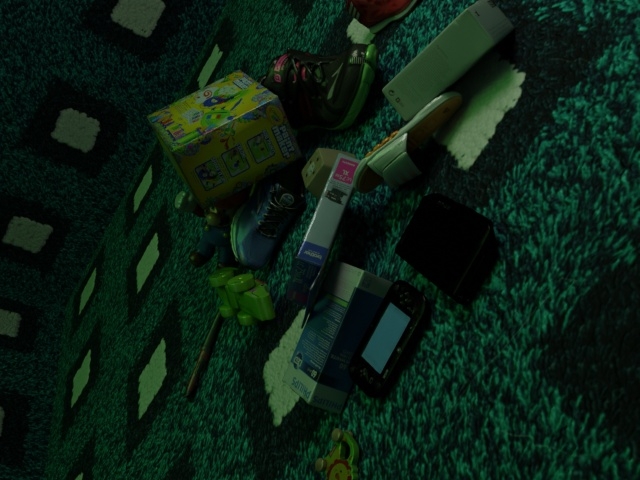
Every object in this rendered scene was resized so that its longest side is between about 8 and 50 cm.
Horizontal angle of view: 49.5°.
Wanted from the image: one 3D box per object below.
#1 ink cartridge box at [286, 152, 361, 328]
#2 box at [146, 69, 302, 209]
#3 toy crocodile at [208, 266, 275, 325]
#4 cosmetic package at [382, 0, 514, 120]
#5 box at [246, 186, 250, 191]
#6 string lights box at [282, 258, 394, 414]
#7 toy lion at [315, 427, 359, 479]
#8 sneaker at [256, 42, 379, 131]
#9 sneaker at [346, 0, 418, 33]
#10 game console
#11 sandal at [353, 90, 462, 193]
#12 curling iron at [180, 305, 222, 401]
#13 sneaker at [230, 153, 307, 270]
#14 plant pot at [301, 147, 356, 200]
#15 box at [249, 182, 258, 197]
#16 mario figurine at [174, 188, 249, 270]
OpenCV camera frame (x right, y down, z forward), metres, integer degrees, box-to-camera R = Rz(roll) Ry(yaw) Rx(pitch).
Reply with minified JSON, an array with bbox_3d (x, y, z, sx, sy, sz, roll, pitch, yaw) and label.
[{"bbox_3d":[0.000,0.000,1.375,0.186,0.065,0.311,106,-177,-60],"label":"ink cartridge box"},{"bbox_3d":[-0.244,-0.261,1.728,0.279,0.177,0.290,-29,34,-9],"label":"box"},{"bbox_3d":[-0.191,0.131,1.729,0.340,0.105,0.115,8,118,62],"label":"toy crocodile"},{"bbox_3d":[0.232,-0.330,1.274,0.231,0.085,0.117,-37,3,44],"label":"cosmetic package"},{"bbox_3d":[-0.284,-0.171,1.991,0.126,0.137,0.072,-13,56,59],"label":"box"},{"bbox_3d":[0.029,0.175,1.305,0.133,0.077,0.259,20,87,64],"label":"string lights box"},{"bbox_3d":[0.037,0.386,1.181,0.100,0.034,0.096,-63,34,7],"label":"toy lion"},{"bbox_3d":[-0.026,-0.376,1.701,0.483,0.202,0.185,-6,65,61],"label":"sneaker"},{"bbox_3d":[0.139,-0.576,1.637,0.221,0.128,0.087,-29,46,53],"label":"sneaker"},{"bbox_3d":[0.158,0.103,1.164,0.361,0.044,0.213,-63,27,9],"label":"game console"},{"bbox_3d":[0.171,-0.166,1.295,0.265,0.102,0.076,-43,64,19],"label":"sandal"},{"bbox_3d":[-0.322,0.305,1.895,0.068,0.035,0.274,14,82,63],"label":"curling iron"},{"bbox_3d":[-0.122,-0.083,1.732,0.147,0.130,0.330,-2,67,64],"label":"sneaker"},{"bbox_3d":[0.020,-0.145,1.553,0.109,0.096,0.109,-52,30,26],"label":"plant pot"},{"bbox_3d":[-0.208,-0.098,1.995,0.109,0.042,0.178,-21,51,56],"label":"box"},{"bbox_3d":[-0.283,-0.029,1.848,0.320,0.198,0.170,106,149,-42],"label":"mario figurine"}]
